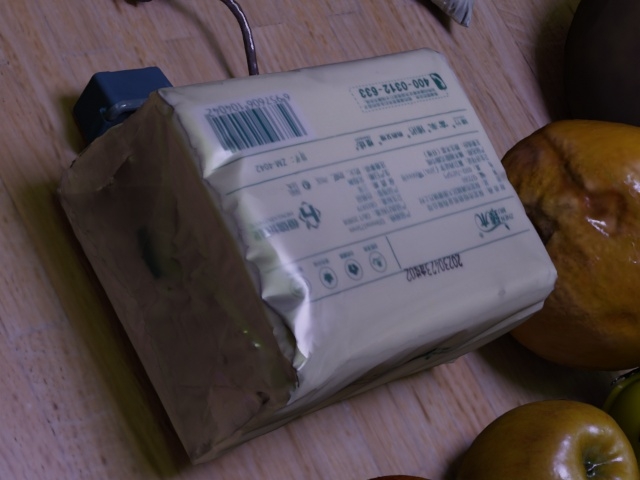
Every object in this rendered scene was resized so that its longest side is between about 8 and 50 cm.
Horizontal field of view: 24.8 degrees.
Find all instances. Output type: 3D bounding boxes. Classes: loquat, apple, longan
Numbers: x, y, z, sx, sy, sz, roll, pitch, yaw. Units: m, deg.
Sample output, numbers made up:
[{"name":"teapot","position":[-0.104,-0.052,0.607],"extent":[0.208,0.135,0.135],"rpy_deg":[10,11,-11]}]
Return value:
[{"name":"loquat","position":[0.300,0.005,1.560],"extent":[0.284,0.276,0.276],"rpy_deg":[-4,66,-61]},{"name":"apple","position":[0.223,0.240,1.410],"extent":[0.182,0.155,0.182],"rpy_deg":[22,53,-32]},{"name":"longan","position":[0.506,-0.217,1.826],"extent":[0.405,0.336,0.404],"rpy_deg":[-1,95,-18]}]

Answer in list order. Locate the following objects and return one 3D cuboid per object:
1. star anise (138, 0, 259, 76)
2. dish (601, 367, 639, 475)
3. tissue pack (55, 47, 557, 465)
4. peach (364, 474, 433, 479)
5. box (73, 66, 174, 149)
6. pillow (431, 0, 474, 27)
[{"name":"star anise","position":[-0.094,-0.226,1.455],"extent":[0.227,0.148,0.218],"rpy_deg":[33,88,-6]},{"name":"dish","position":[0.379,0.201,1.576],"extent":[0.262,0.221,0.108],"rpy_deg":[-15,40,-36]},{"name":"tissue pack","position":[0.000,0.000,1.334],"extent":[0.380,0.207,0.297],"rpy_deg":[-13,72,-45]},{"name":"peach","position":[0.071,0.306,1.191],"extent":[0.231,0.231,0.231],"rpy_deg":[21,52,-30]},{"name":"box","position":[-0.180,-0.123,1.363],"extent":[0.099,0.074,0.054],"rpy_deg":[-12,59,-44]},{"name":"pillow","position":[0.105,-0.381,1.761],"extent":[0.254,0.078,0.144],"rpy_deg":[36,46,-17]}]
